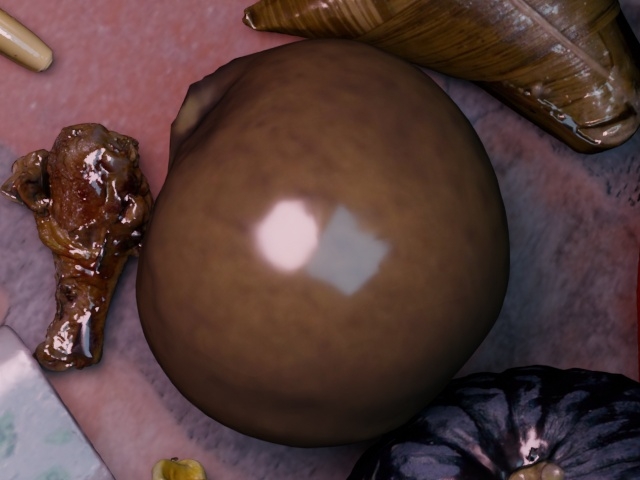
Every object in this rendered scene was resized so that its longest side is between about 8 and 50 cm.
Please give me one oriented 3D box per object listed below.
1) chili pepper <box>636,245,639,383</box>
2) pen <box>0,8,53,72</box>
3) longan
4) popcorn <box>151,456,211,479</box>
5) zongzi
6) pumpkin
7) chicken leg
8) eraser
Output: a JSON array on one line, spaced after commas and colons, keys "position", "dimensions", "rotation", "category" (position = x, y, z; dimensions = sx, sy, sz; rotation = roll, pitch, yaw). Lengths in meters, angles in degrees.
[{"position": [0.349, -0.014, 1.592], "dimensions": [0.131, 0.134, 0.338], "rotation": [-6, 94, -33], "category": "chili pepper"}, {"position": [-0.314, -0.207, 1.439], "dimensions": [0.233, 0.040, 0.032], "rotation": [35, 78, -9], "category": "pen"}, {"position": [0.000, 0.000, 1.395], "dimensions": [0.319, 0.319, 0.319], "rotation": [1, 88, -18], "category": "longan"}, {"position": [-0.106, 0.259, 1.437], "dimensions": [0.135, 0.141, 0.162], "rotation": [-16, 102, -4], "category": "popcorn"}, {"position": [0.114, -0.163, 1.537], "dimensions": [0.288, 0.134, 0.286], "rotation": [-32, 103, -3], "category": "zongzi"}, {"position": [0.175, 0.269, 1.421], "dimensions": [0.363, 0.363, 0.266], "rotation": [-32, 140, -16], "category": "pumpkin"}, {"position": [-0.187, 0.004, 1.457], "dimensions": [0.125, 0.080, 0.196], "rotation": [-10, 99, -8], "category": "chicken leg"}, {"position": [-0.294, 0.198, 1.407], "dimensions": [0.227, 0.081, 0.174], "rotation": [-34, 98, -15], "category": "eraser"}]
